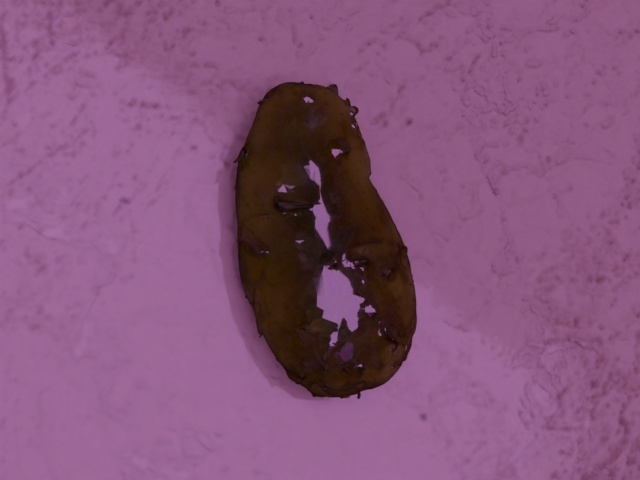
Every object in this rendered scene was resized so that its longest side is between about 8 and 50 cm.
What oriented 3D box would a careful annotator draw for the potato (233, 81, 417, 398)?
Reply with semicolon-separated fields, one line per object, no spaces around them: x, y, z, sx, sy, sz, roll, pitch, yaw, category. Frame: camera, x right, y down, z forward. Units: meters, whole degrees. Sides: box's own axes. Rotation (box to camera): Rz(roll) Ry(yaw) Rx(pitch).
0.000;0.000;1.221;0.117;0.090;0.225;-12;87;-13;potato
